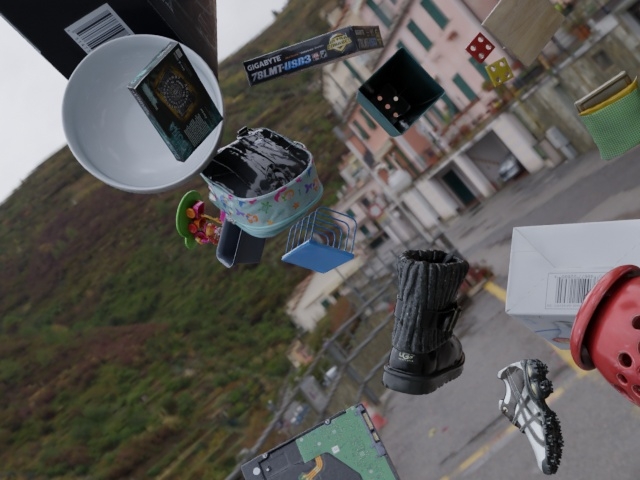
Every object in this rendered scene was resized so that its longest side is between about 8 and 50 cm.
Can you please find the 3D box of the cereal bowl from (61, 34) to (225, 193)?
[{"bbox_3d":[-0.368,-0.260,1.645,0.339,0.339,0.141,-40,-3,-3],"label":"cereal bowl"}]

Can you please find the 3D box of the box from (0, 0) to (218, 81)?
[{"bbox_3d":[-0.490,-0.605,1.810,0.297,0.480,0.471,-25,46,17],"label":"box"}]

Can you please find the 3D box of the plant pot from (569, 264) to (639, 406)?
[{"bbox_3d":[0.462,0.133,1.066,0.191,0.174,0.191,-24,-51,-33],"label":"plant pot"}]

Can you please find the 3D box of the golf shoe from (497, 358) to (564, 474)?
[{"bbox_3d":[0.360,0.307,1.325,0.094,0.198,0.077,-18,-26,29],"label":"golf shoe"}]

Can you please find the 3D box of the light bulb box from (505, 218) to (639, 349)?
[{"bbox_3d":[0.679,0.119,1.806,0.358,0.361,0.225,-3,68,38],"label":"light bulb box"}]

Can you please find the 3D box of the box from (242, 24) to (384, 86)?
[{"bbox_3d":[-0.010,-0.476,1.958,0.293,0.073,0.295,-14,12,21],"label":"box"}]

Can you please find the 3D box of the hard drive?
[{"bbox_3d":[0.003,0.569,1.827,0.339,0.237,0.064,-30,-32,2],"label":"hard drive"}]

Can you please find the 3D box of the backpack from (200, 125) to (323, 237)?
[{"bbox_3d":[-0.122,-0.123,1.707,0.225,0.191,0.253,-35,36,-21],"label":"backpack"}]

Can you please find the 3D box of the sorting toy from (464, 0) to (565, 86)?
[{"bbox_3d":[0.408,-0.441,1.584,0.274,0.132,0.046,-53,10,-7],"label":"sorting toy"}]

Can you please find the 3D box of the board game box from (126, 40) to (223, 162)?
[{"bbox_3d":[-0.263,-0.252,1.410,0.026,0.186,0.126,18,60,37],"label":"board game box"}]

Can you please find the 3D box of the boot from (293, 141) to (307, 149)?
[{"bbox_3d":[-0.122,-0.193,2.491,0.244,0.088,0.176,-51,-27,-20],"label":"boot"}]

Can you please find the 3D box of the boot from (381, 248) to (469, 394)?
[{"bbox_3d":[0.225,0.145,1.521,0.348,0.131,0.260,-9,-74,-72],"label":"boot"}]

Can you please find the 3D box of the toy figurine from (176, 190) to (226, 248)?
[{"bbox_3d":[-0.283,-0.036,2.057,0.130,0.159,0.173,-50,-32,-51],"label":"toy figurine"}]

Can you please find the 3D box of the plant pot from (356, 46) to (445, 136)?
[{"bbox_3d":[0.200,-0.381,2.076,0.166,0.165,0.234,-44,3,-4],"label":"plant pot"}]

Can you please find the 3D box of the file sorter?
[{"bbox_3d":[0.000,0.000,1.858,0.170,0.118,0.104,-32,43,61],"label":"file sorter"}]

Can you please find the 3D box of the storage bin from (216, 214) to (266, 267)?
[{"bbox_3d":[-0.188,-0.006,1.872,0.091,0.098,0.135,5,-72,-38],"label":"storage bin"}]

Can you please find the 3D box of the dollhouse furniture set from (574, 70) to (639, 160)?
[{"bbox_3d":[0.805,-0.329,1.866,0.302,0.197,0.151,-34,20,12],"label":"dollhouse furniture set"}]
